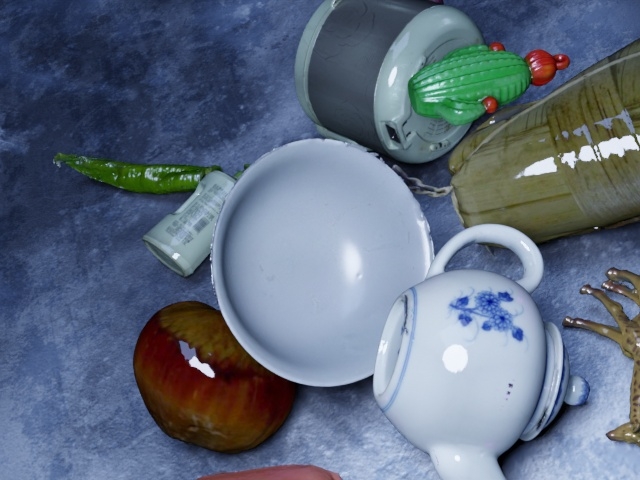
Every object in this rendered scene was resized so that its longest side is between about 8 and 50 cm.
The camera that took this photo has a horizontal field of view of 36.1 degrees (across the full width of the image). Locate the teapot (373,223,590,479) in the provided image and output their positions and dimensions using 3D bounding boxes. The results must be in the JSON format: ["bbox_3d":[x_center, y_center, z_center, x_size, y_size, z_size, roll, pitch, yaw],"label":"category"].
[{"bbox_3d":[0.220,0.168,1.283,0.280,0.252,0.424,13,62,-7],"label":"teapot"}]

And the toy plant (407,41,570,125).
[{"bbox_3d":[0.248,-0.252,1.511,0.240,0.088,0.154,-32,45,-20],"label":"toy plant"}]

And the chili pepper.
[{"bbox_3d":[-0.357,-0.128,1.906,0.359,0.076,0.085,6,27,25],"label":"chili pepper"}]

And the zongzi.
[{"bbox_3d":[0.398,-0.175,1.567,0.499,0.218,0.467,-17,22,27],"label":"zongzi"}]

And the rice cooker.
[{"bbox_3d":[0.117,-0.286,1.689,0.277,0.288,0.288,26,66,40],"label":"rice cooker"}]

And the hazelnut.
[{"bbox_3d":[-0.161,0.205,1.448,0.251,0.217,0.217,23,62,11],"label":"hazelnut"}]

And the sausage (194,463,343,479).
[{"bbox_3d":[-0.093,0.377,1.295,0.279,0.152,0.152,-11,48,17],"label":"sausage"}]

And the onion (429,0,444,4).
[{"bbox_3d":[0.150,-0.438,1.887,0.177,0.153,0.177,-9,62,17],"label":"onion"}]

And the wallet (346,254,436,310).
[{"bbox_3d":[0.000,0.000,1.611,0.252,0.083,0.360,-36,51,-7],"label":"wallet"}]

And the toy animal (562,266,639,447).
[{"bbox_3d":[0.419,0.148,1.321,0.149,0.054,0.276,-21,47,11],"label":"toy animal"}]

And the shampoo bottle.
[{"bbox_3d":[-0.198,-0.050,1.754,0.118,0.087,0.234,30,68,36],"label":"shampoo bottle"}]

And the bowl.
[{"bbox_3d":[-0.020,0.036,1.422,0.345,0.345,0.157,-51,14,-21],"label":"bowl"}]
